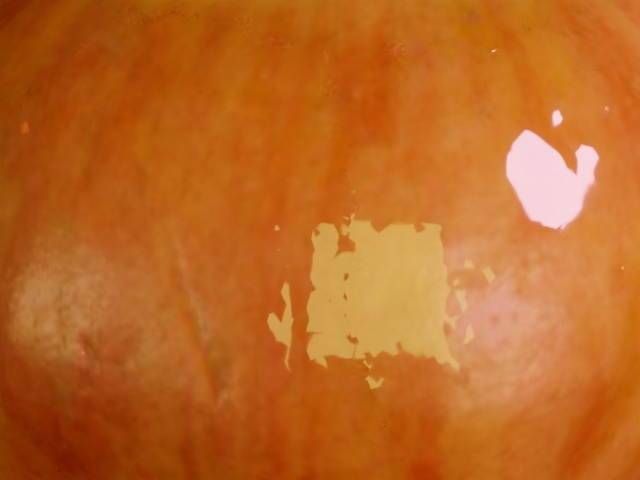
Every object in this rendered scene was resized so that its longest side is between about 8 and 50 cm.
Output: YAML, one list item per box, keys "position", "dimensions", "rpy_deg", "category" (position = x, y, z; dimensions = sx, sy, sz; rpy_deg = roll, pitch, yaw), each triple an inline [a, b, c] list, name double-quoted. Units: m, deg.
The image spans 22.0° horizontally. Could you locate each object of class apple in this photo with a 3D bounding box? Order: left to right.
- position: [0.000, 0.000, 0.560]
  dimensions: [0.286, 0.286, 0.233]
  rpy_deg: [-5, 115, -11]
  category: "apple"
